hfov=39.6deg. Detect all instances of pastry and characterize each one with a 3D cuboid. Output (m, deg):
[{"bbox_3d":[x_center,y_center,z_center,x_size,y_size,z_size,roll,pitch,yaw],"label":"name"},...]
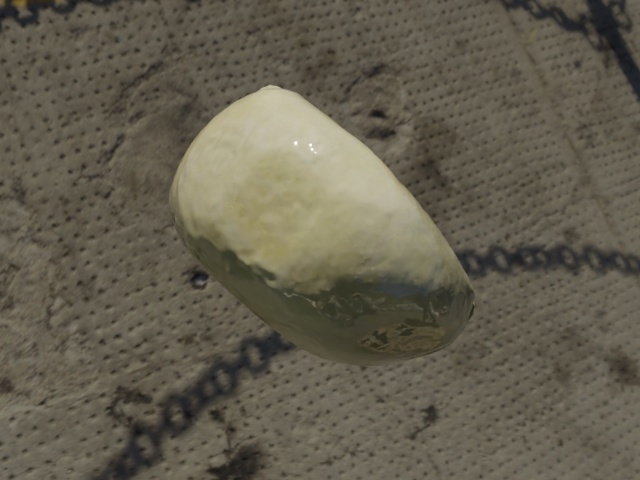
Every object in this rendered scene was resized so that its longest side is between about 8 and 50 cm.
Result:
[{"bbox_3d":[0.000,0.000,0.426,0.156,0.156,0.092,39,93,-11],"label":"pastry"}]
